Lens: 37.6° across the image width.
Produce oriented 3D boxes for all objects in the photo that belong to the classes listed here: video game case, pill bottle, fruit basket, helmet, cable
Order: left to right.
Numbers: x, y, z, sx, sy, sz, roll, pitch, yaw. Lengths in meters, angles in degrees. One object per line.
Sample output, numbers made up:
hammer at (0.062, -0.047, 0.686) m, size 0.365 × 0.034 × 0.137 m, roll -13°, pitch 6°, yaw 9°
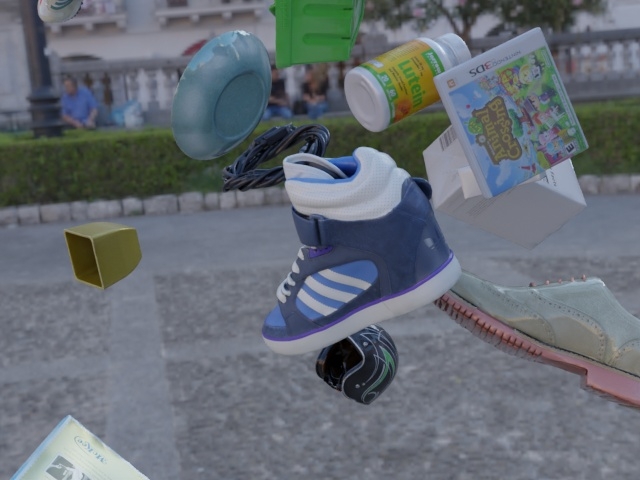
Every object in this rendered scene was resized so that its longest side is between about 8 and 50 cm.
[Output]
cable at (-0.071, -0.120, 1.452) m, size 0.184 × 0.047 × 0.150 m, roll -35°, pitch 34°, yaw -19°
fruit basket at (-0.083, -0.597, 2.068) m, size 0.392 × 0.392 × 0.283 m, roll -1°, pitch 50°, yaw 21°
helmet at (0.084, 0.248, 1.979) m, size 0.169 × 0.161 × 0.169 m, roll 28°, pitch 0°, yaw 0°
pill bottle at (0.183, -0.328, 1.906) m, size 0.246 × 0.136 × 0.136 m, roll -29°, pitch 20°, yaw -21°
video game case at (0.304, -0.201, 1.492) m, size 0.193 × 0.212 × 0.023 m, roll -27°, pitch 11°, yaw -9°

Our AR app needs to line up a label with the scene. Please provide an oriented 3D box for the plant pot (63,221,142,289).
plant pot at (-0.308, 0.014, 1.360) m, size 0.083 × 0.081 × 0.081 m, roll -25°, pitch 25°, yaw -39°

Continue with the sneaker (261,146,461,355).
sneaker at (0.000, 0.000, 1.200) m, size 0.323 × 0.236 × 0.130 m, roll -24°, pitch 17°, yaw 37°

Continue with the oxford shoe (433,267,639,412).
oxford shoe at (0.328, 0.107, 1.343) m, size 0.397 × 0.146 × 0.140 m, roll 26°, pitch -6°, yaw 5°

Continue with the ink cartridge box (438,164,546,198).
ink cartridge box at (0.325, -0.123, 1.772) m, size 0.181 × 0.061 × 0.104 m, roll -13°, pitch 2°, yaw 21°

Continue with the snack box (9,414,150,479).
snack box at (-0.248, 0.383, 1.178) m, size 0.060 × 0.322 × 0.187 m, roll -47°, pitch 5°, yaw 26°

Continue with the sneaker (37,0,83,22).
sneaker at (-0.312, -0.309, 1.120) m, size 0.075 × 0.057 × 0.161 m, roll -8°, pitch -8°, yaw -45°

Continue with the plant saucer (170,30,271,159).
plant saucer at (-0.125, -0.195, 1.319) m, size 0.037 × 0.195 × 0.195 m, roll 30°, pitch 28°, yaw 29°

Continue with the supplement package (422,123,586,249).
supplement package at (0.398, -0.133, 2.045) m, size 0.293 × 0.175 × 0.177 m, roll 21°, pitch -47°, yaw -29°
